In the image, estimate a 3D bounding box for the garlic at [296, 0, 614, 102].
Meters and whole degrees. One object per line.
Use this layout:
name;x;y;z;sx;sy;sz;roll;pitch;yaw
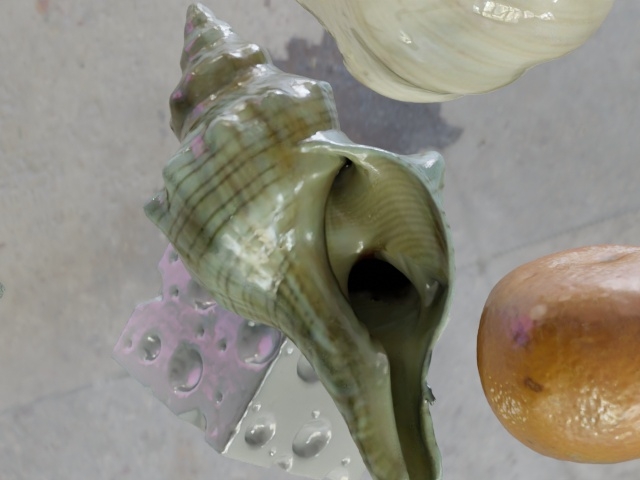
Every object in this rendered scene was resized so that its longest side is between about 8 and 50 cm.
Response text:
garlic;0.012;-0.148;0.606;0.226;0.199;0.199;-9;67;-35

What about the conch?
conch;0.001;-0.003;1.055;0.203;0.169;0.386;-30;93;10

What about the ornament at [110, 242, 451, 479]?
ornament;-0.047;0.111;1.711;0.240;0.240;0.239;34;98;43

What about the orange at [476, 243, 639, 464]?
orange;0.240;0.095;1.233;0.224;0.224;0.170;-8;105;-7

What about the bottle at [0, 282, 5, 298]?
bottle;-0.333;0.122;1.293;0.060;0.060;0.217;17;52;3
